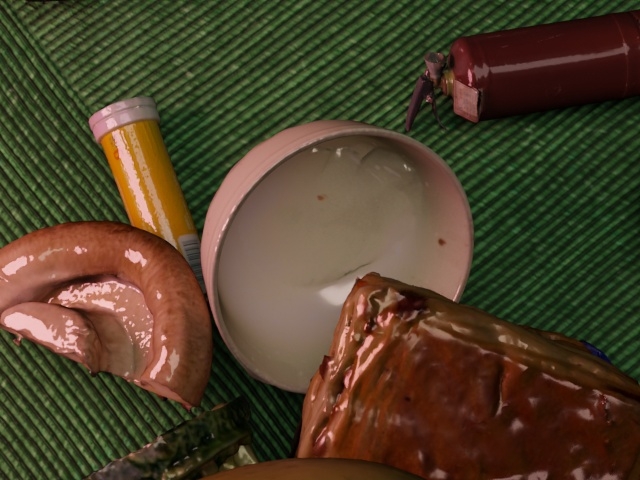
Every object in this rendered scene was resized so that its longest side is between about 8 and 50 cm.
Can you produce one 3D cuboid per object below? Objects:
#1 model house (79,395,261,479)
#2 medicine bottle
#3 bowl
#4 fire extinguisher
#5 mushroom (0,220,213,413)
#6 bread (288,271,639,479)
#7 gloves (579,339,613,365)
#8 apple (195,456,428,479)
[{"bbox_3d":[-0.124,0.273,1.413,0.214,0.195,0.189,-28,88,-7],"label":"model house"},{"bbox_3d":[-0.169,-0.036,1.537,0.074,0.074,0.218,-19,80,-8],"label":"medicine bottle"},{"bbox_3d":[0.000,0.000,1.477,0.277,0.145,0.277,-10,117,-19],"label":"bowl"},{"bbox_3d":[0.221,-0.176,1.589,0.269,0.105,0.105,-10,78,-7],"label":"fire extinguisher"},{"bbox_3d":[-0.215,0.054,1.455,0.285,0.156,0.151,19,82,22],"label":"mushroom"},{"bbox_3d":[0.141,0.196,1.431,0.324,0.167,0.277,18,99,-3],"label":"bread"},{"bbox_3d":[0.279,0.146,1.547,0.064,0.026,0.086,-7,77,-8],"label":"gloves"},{"bbox_3d":[-0.029,0.402,1.166,0.473,0.473,0.474,1,77,-4],"label":"apple"}]
